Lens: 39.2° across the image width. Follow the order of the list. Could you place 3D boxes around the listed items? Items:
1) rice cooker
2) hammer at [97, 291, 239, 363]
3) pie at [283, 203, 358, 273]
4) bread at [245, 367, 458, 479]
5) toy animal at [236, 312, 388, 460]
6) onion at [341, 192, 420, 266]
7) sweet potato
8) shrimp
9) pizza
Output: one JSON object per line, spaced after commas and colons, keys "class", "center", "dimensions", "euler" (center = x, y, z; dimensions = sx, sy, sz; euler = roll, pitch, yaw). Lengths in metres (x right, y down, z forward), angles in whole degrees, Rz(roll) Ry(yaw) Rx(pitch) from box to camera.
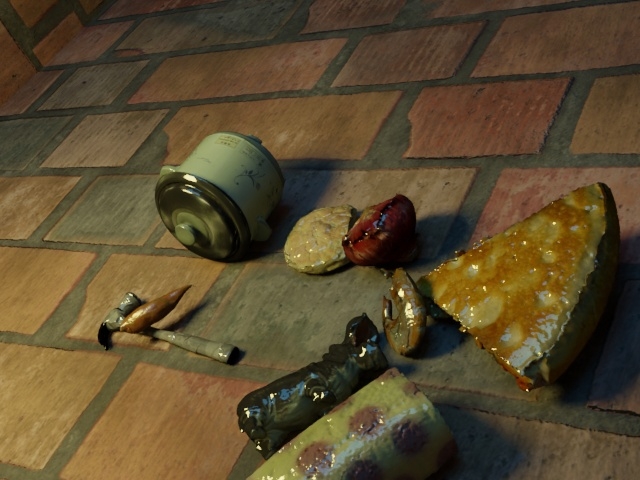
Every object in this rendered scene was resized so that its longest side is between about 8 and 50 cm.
{"class": "rice cooker", "center": [-0.242, -0.099, 2.149], "dimensions": [0.316, 0.264, 0.317], "euler": [10, 54, -14]}
{"class": "hammer", "center": [-0.339, 0.207, 2.013], "dimensions": [0.426, 0.044, 0.152], "euler": [7, 49, 37]}
{"class": "pie", "center": [-0.001, -0.002, 2.048], "dimensions": [0.185, 0.052, 0.218], "euler": [-9, 41, 21]}
{"class": "bread", "center": [0.044, 0.367, 1.474], "dimensions": [0.338, 0.155, 0.187], "euler": [-36, 32, -12]}
{"class": "toy animal", "center": [0.003, 0.272, 1.666], "dimensions": [0.343, 0.106, 0.168], "euler": [-34, 29, -19]}
{"class": "onion", "center": [0.140, -0.009, 1.899], "dimensions": [0.147, 0.184, 0.184], "euler": [41, 66, 7]}
{"class": "sweet potato", "center": [-0.365, 0.153, 2.021], "dimensions": [0.194, 0.056, 0.056], "euler": [-32, 36, -13]}
{"class": "shrimp", "center": [0.147, 0.133, 1.728], "dimensions": [0.132, 0.051, 0.188], "euler": [-42, 45, 39]}
{"class": "pizza", "center": [0.351, 0.086, 1.670], "dimensions": [0.406, 0.130, 0.440], "euler": [-5, 45, 46]}
